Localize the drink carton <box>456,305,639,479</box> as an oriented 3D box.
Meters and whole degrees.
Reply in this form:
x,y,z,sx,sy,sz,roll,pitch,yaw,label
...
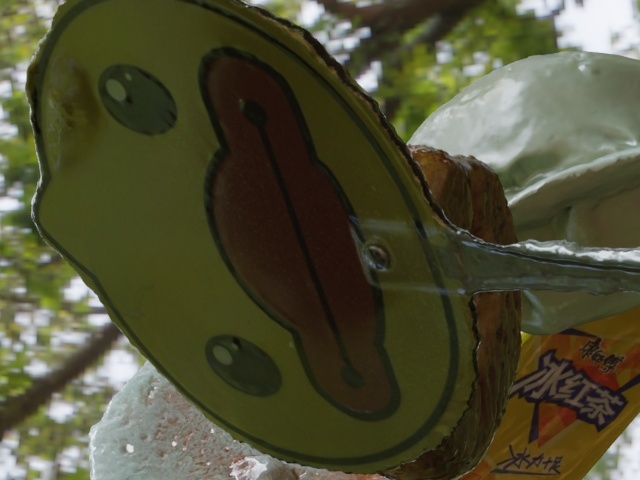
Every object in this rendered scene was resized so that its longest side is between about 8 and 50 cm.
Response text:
x,y,z,sx,sy,sz,roll,pitch,yaw,label
0.178,0.150,1.771,0.154,0.111,0.351,30,-73,-26,drink carton

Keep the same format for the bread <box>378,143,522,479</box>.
x,y,z,sx,sy,sz,roll,pitch,yaw,label
0.055,0.040,1.024,0.193,0.064,0.193,4,-90,-65,bread

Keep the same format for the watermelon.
x,y,z,sx,sy,sz,roll,pitch,yaw,label
-0.061,0.151,1.289,0.213,0.320,0.290,17,-128,-40,watermelon

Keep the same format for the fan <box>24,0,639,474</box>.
x,y,z,sx,sy,sz,roll,pitch,yaw,label
-0.001,0.001,0.724,0.011,0.335,0.230,-44,-57,-38,fan

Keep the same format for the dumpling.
x,y,z,sx,sy,sz,roll,pitch,yaw,label
0.163,-0.039,1.531,0.270,0.321,0.212,8,-137,-32,dumpling
